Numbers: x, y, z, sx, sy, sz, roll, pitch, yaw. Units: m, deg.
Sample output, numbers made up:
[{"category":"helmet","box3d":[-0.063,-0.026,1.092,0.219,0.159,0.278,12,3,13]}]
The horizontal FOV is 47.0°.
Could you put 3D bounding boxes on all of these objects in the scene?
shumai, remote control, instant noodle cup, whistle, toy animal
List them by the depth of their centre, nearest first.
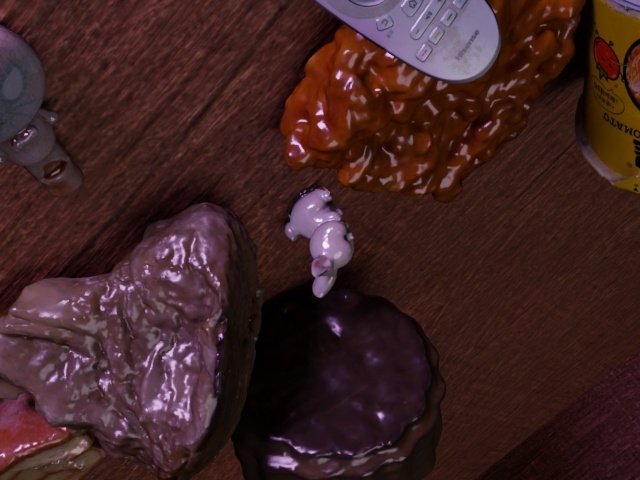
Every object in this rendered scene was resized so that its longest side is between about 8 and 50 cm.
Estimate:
[{"category":"whistle","box3d":[-0.273,-0.109,0.638,0.107,0.057,0.220,-43,152,-11]},{"category":"remote control","box3d":[0.052,-0.231,0.654,0.256,0.045,0.097,34,104,-14]},{"category":"instant noodle cup","box3d":[0.457,-0.240,0.866,0.325,0.325,0.254,-32,137,-2]},{"category":"shumai","box3d":[-0.225,0.117,0.877,0.283,0.217,0.346,7,108,6]},{"category":"toy animal","box3d":[0.006,-0.003,0.931,0.085,0.124,0.071,-25,149,-10]}]

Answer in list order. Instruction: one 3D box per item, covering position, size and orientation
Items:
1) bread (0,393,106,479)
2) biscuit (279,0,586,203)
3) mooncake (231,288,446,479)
[{"category":"bread","box3d":[-0.382,0.275,0.958,0.190,0.123,0.244,18,120,-47]},{"category":"biscuit","box3d":[0.136,-0.189,0.823,0.312,0.110,0.318,2,132,-39]},{"category":"mooncake","box3d":[0.019,0.222,1.053,0.324,0.324,0.187,-23,139,-16]}]
